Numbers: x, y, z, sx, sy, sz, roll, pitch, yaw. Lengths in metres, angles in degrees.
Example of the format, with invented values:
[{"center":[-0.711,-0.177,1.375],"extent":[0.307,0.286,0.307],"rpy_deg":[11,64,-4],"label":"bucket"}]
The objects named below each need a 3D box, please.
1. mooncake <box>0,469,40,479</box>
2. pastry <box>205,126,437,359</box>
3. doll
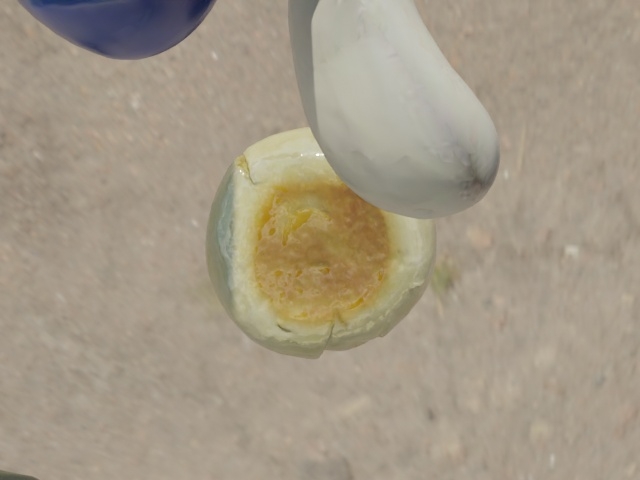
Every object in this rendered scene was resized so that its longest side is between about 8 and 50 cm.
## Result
[{"center":[-0.216,0.227,1.204],"extent":[0.104,0.175,0.168],"rpy_deg":[15,38,7],"label":"mooncake"},{"center":[0.000,0.000,1.269],"extent":[0.156,0.092,0.156],"rpy_deg":[-1,101,-4],"label":"pastry"},{"center":[-0.069,-0.208,0.720],"extent":[0.187,0.365,0.376],"rpy_deg":[-33,65,37],"label":"doll"}]
